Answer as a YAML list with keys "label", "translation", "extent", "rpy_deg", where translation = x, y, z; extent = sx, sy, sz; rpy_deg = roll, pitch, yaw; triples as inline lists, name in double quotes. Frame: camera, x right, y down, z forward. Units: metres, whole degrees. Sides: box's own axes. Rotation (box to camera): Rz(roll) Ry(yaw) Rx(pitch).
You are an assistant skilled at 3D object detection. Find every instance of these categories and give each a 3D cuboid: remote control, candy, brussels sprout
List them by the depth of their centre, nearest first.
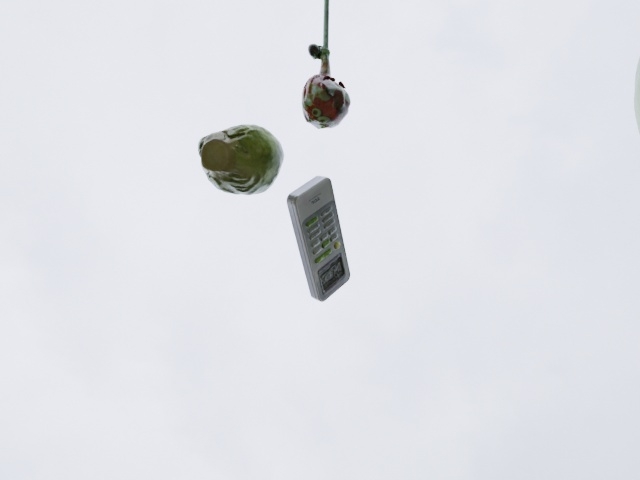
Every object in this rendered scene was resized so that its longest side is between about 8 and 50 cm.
- label: "candy"
  translation: [0.010, -0.318, 0.924]
  extent: [0.078, 0.084, 0.288]
  rpy_deg: [13, -115, -24]
- label: "brussels sprout"
  translation: [-0.135, -0.137, 0.953]
  extent: [0.155, 0.155, 0.118]
  rpy_deg: [-17, -92, 3]
- label: "remote control"
  translation: [0.000, 0.000, 1.077]
  extent: [0.103, 0.034, 0.250]
  rpy_deg: [-36, -51, -34]

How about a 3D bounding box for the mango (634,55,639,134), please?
- label: "mango"
  translation: [0.508, -0.201, 0.697]
  extent: [0.192, 0.343, 0.156]
  rpy_deg: [18, -38, 9]
